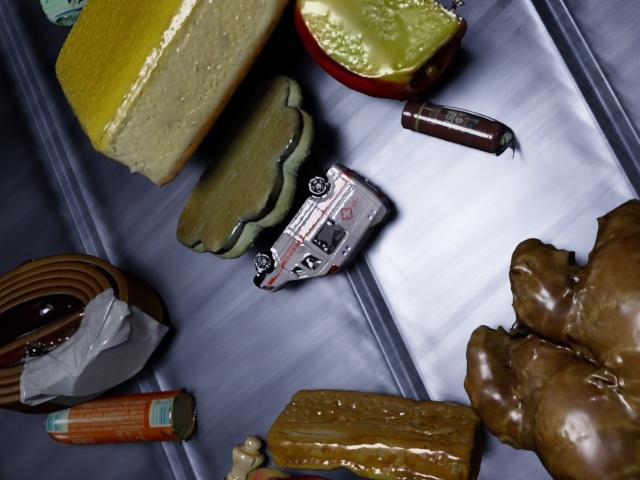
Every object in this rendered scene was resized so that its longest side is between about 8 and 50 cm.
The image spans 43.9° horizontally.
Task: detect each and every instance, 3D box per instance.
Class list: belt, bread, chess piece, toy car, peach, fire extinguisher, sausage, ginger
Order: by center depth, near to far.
[{"bbox_3d":[0.325,0.127,0.929,0.274,0.152,0.357,31,99,39],"label":"ginger"},{"bbox_3d":[0.070,0.260,1.021,0.271,0.139,0.077,2,114,19],"label":"bread"},{"bbox_3d":[0.047,-0.284,1.032,0.267,0.159,0.154,38,92,10],"label":"peach"},{"bbox_3d":[0.186,-0.148,1.041,0.158,0.043,0.064,20,53,20],"label":"fire extinguisher"},{"bbox_3d":[-0.212,-0.289,1.083,0.333,0.143,0.323,-54,41,15],"label":"bread"},{"bbox_3d":[0.000,0.000,1.084,0.108,0.089,0.210,38,98,8],"label":"toy car"},{"bbox_3d":[-0.094,-0.083,1.092,0.286,0.056,0.207,-55,38,13],"label":"bread"},{"bbox_3d":[-0.124,0.361,1.137,0.060,0.060,0.172,22,94,20],"label":"chess piece"},{"bbox_3d":[-0.399,0.142,1.184,0.338,0.122,0.217,-19,64,17],"label":"belt"},{"bbox_3d":[-0.316,0.270,1.203,0.264,0.083,0.083,-8,85,22],"label":"sausage"},{"bbox_3d":[-0.354,-0.414,1.238,0.224,0.076,0.090,-16,84,19],"label":"toy car"}]

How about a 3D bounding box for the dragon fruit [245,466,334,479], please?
[{"bbox_3d":[-0.041,0.432,1.011,0.305,0.226,0.305,1,84,-13],"label":"dragon fruit"}]
